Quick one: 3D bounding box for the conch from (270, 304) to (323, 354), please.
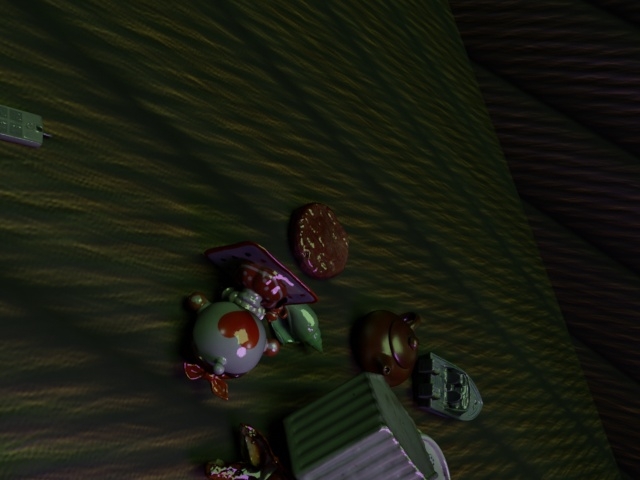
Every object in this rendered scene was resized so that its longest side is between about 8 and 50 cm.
[{"bbox_3d":[-0.050,0.166,1.115,0.180,0.088,0.065,53,-4,-13],"label":"conch"}]

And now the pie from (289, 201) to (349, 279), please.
[{"bbox_3d":[0.000,0.000,1.253,0.182,0.049,0.183,22,59,-44],"label":"pie"}]

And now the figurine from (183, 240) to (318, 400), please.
[{"bbox_3d":[-0.143,0.150,0.941,0.183,0.160,0.226,44,53,-31],"label":"figurine"}]

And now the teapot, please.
[{"bbox_3d":[0.178,0.238,1.306,0.252,0.135,0.178,-40,111,-51],"label":"teapot"}]

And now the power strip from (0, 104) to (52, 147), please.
[{"bbox_3d":[-0.445,-0.166,0.783,0.136,0.019,0.051,11,64,-49],"label":"power strip"}]

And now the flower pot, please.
[{"bbox_3d":[0.070,0.370,0.990,0.239,0.189,0.209,57,9,-4],"label":"flower pot"}]

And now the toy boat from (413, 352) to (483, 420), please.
[{"bbox_3d":[0.355,0.404,1.491,0.319,0.092,0.141,32,53,-41],"label":"toy boat"}]

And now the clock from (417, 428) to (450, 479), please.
[{"bbox_3d":[0.184,0.532,1.202,0.324,0.108,0.265,18,61,-48],"label":"clock"}]

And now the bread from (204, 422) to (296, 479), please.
[{"bbox_3d":[-0.090,0.440,0.919,0.269,0.095,0.139,55,33,1],"label":"bread"}]
